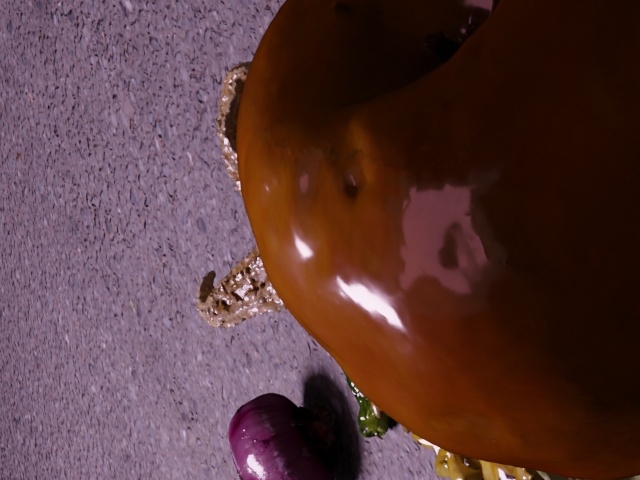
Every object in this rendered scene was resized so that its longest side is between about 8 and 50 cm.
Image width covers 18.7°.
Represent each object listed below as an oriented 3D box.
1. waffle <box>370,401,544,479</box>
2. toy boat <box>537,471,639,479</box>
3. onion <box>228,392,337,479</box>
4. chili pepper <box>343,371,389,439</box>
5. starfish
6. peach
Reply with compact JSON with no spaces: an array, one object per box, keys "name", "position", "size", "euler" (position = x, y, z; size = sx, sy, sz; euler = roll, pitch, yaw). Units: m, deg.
[{"name":"waffle","position":[0.109,0.047,1.381],"size":[0.329,0.062,0.329],"euler":[30,131,42]},{"name":"toy boat","position":[0.221,0.167,1.193],"size":[0.276,0.084,0.111],"euler":[50,148,16]},{"name":"onion","position":[-0.027,0.186,1.721],"size":[0.115,0.104,0.115],"euler":[50,-175,-6]},{"name":"chili pepper","position":[0.036,0.126,1.634],"size":[0.030,0.034,0.091],"euler":[-27,78,30]},{"name":"starfish","position":[0.003,-0.001,1.588],"size":[0.302,0.060,0.299],"euler":[46,130,27]},{"name":"peach","position":[0.131,-0.035,1.045],"size":[0.301,0.343,0.343],"euler":[37,179,-38]}]
